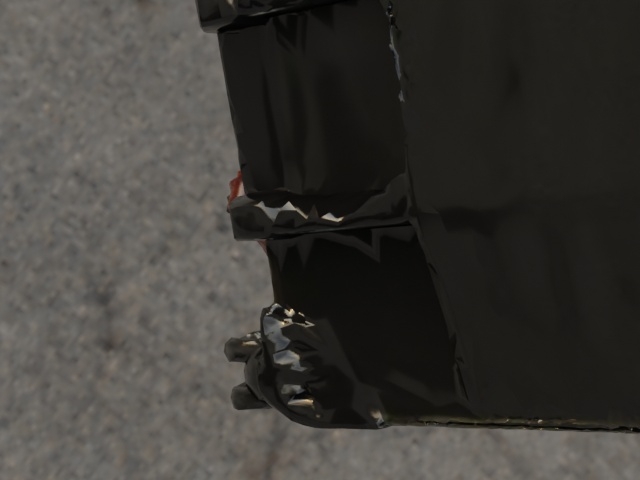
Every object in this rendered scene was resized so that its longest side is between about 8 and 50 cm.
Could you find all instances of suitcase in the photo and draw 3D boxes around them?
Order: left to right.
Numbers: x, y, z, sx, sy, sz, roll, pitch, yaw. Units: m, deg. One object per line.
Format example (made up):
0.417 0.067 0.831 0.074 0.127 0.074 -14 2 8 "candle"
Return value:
0.145 -0.065 0.577 0.194 0.434 0.283 -14 97 -46 "suitcase"

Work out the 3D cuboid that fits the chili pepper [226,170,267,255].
0.000 0.000 0.967 0.070 0.073 0.123 19 -30 44 "chili pepper"
